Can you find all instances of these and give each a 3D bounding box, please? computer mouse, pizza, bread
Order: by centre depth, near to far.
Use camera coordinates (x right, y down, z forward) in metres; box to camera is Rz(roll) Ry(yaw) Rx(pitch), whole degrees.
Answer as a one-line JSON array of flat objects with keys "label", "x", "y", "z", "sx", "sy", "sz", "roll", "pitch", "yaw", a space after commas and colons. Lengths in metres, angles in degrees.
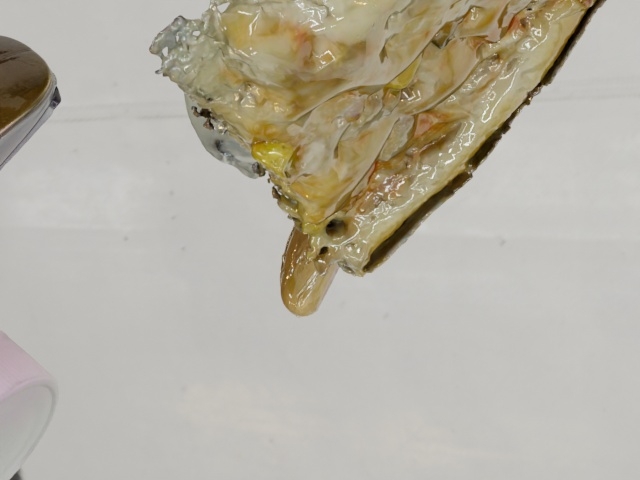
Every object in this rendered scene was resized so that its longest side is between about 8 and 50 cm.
[{"label": "pizza", "x": 0.104, "y": -0.153, "z": 0.899, "sx": 0.392, "sy": 0.435, "sz": 0.080, "roll": -39, "pitch": 68, "yaw": 0}, {"label": "computer mouse", "x": -0.362, "y": -0.059, "z": 1.025, "sx": 0.310, "sy": 0.072, "sz": 0.158, "roll": -49, "pitch": 52, "yaw": -6}, {"label": "bread", "x": 0.000, "y": 0.000, "z": 1.398, "sx": 0.077, "sy": 0.114, "sz": 0.189, "roll": 23, "pitch": 88, "yaw": 11}]

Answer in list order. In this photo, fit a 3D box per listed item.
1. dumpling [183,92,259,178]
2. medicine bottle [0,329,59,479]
[{"label": "dumpling", "x": -0.052, "y": -0.206, "z": 1.350, "sx": 0.175, "sy": 0.227, "sz": 0.243, "roll": 38, "pitch": 142, "yaw": -20}, {"label": "medicine bottle", "x": -0.475, "y": 0.136, "z": 1.291, "sx": 0.324, "sy": 0.256, "sz": 0.256, "roll": 35, "pitch": 123, "yaw": 15}]
